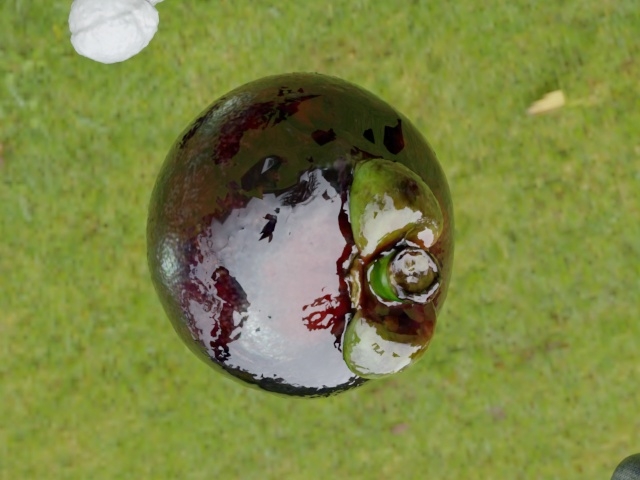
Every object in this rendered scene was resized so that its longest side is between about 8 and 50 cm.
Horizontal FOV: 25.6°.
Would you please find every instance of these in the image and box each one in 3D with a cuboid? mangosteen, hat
[{"bbox_3d":[-0.005,-0.007,0.910,0.216,0.216,0.216,-6,147,-4],"label":"mangosteen"},{"bbox_3d":[-0.117,-0.180,0.856,0.112,0.162,0.093,2,165,17],"label":"hat"}]

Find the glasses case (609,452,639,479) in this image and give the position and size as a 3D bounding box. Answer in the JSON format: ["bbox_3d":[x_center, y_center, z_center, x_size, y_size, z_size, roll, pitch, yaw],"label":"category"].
[{"bbox_3d":[0.336,0.244,0.949,0.323,0.131,0.074,13,-171,43],"label":"glasses case"}]
